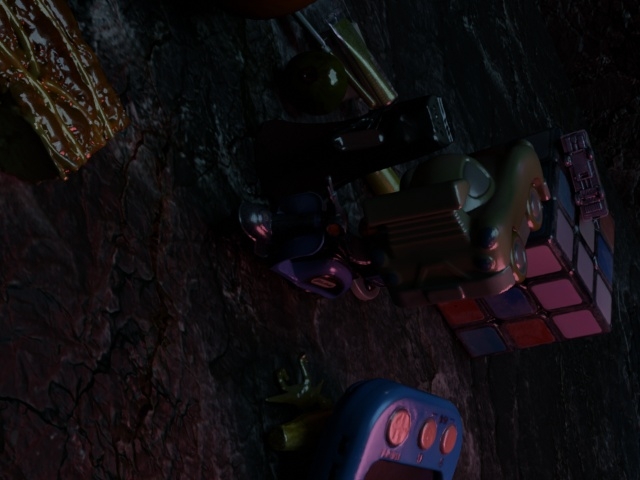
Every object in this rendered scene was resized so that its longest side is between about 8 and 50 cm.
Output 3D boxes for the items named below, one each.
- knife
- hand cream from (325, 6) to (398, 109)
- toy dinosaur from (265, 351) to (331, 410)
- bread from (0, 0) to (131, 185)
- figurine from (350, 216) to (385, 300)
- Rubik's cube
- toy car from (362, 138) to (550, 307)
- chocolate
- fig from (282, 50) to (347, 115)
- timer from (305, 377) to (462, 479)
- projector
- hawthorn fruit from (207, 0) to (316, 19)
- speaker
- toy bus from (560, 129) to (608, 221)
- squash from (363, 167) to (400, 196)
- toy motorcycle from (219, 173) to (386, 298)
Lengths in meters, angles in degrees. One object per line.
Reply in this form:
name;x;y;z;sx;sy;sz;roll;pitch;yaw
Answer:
knife;-0.001;-0.393;1.994;0.343;0.027;0.061;48;2;-10
hand cream;0.084;-0.362;2.074;0.235;0.055;0.086;56;31;-15
toy dinosaur;-0.035;0.265;1.689;0.126;0.039;0.162;64;32;-19
bread;-0.372;-0.219;1.278;0.275;0.114;0.185;60;32;-19
figurine;0.168;0.020;1.953;0.133;0.236;0.176;-36;108;-58
Rubik's cube;0.439;0.010;2.300;0.362;0.359;0.363;54;35;-33
toy car;0.217;-0.060;1.675;0.226;0.242;0.336;64;32;-24
chocolate;-0.006;0.312;1.677;0.219;0.085;0.086;9;69;-54
fig;-0.002;-0.301;1.980;0.236;0.124;0.124;-30;103;-81
timer;0.100;0.388;1.685;0.340;0.115;0.309;26;82;-53
projector;0.056;-0.372;2.132;0.115;0.061;0.147;-34;106;-58
hawthorn fruit;-0.079;-0.597;1.645;0.472;0.472;0.472;34;48;-49
speaker;0.035;-0.176;1.757;0.259;0.329;0.198;23;56;-46
toy bus;0.564;-0.139;2.185;0.075;0.064;0.190;-15;89;-71
squash;0.129;-0.126;2.137;0.201;0.066;0.066;58;33;-21
toy motorcycle;0.000;0.000;1.699;0.358;0.212;0.125;27;54;-52
